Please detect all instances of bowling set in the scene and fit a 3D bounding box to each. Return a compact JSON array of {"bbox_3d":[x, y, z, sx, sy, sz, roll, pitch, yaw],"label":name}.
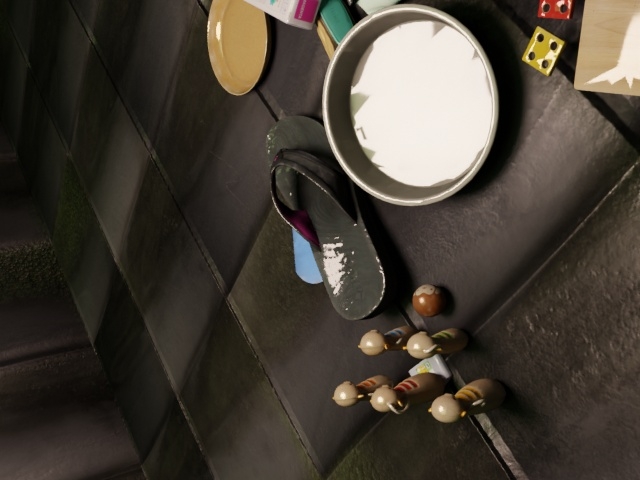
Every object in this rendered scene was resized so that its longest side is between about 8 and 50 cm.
[{"bbox_3d":[0.133,0.174,1.104,0.287,0.154,0.199,-11,84,43],"label":"bowling set"}]

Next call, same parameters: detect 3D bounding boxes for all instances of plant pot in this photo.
[{"bbox_3d":[-0.167,-0.426,1.470,0.236,0.032,0.236,16,111,50],"label":"plant pot"}]

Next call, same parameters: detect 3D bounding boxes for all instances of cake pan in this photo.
[{"bbox_3d":[0.136,-0.200,1.047,0.293,0.054,0.293,11,110,33],"label":"cake pan"}]

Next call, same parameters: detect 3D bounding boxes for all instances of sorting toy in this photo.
[{"bbox_3d":[0.361,-0.236,0.802,0.274,0.046,0.132,22,116,48],"label":"sorting toy"}]

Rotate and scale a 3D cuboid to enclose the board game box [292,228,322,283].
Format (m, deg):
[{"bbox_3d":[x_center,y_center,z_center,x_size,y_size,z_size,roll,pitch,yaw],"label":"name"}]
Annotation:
[{"bbox_3d":[0.000,0.000,1.354,0.133,0.033,0.168,-21,69,49],"label":"board game box"}]

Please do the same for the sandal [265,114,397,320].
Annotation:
[{"bbox_3d":[-0.003,-0.065,1.254,0.167,0.107,0.445,-46,56,30],"label":"sandal"}]

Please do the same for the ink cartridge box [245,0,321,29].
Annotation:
[{"bbox_3d":[-0.076,-0.506,1.253,0.311,0.065,0.185,43,120,48],"label":"ink cartridge box"}]

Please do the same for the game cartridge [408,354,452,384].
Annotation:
[{"bbox_3d":[0.186,0.228,1.183,0.056,0.017,0.083,59,140,19],"label":"game cartridge"}]

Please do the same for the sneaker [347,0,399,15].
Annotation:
[{"bbox_3d":[0.068,-0.477,1.093,0.151,0.094,0.255,-37,68,54],"label":"sneaker"}]

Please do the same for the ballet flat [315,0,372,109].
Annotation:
[{"bbox_3d":[0.053,-0.310,1.190,0.073,0.080,0.232,100,151,-71],"label":"ballet flat"}]
